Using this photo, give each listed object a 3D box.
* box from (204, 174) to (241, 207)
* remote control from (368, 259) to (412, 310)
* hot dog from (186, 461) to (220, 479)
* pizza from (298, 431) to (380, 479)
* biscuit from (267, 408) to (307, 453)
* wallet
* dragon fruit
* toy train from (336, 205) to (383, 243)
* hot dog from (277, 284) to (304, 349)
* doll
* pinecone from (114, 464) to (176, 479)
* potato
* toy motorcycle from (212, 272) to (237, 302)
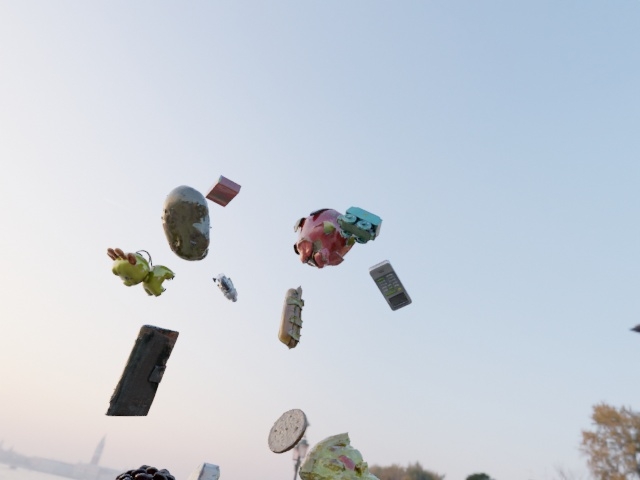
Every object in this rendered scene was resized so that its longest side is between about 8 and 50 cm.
[{"bbox_3d":[-0.452,-0.227,2.231,0.112,0.048,0.175,27,-33,-24],"label":"box"},{"bbox_3d":[0.300,0.195,2.059,0.103,0.034,0.250,-26,-62,12],"label":"remote control"},{"bbox_3d":[-0.339,0.703,1.271,0.075,0.268,0.144,39,-73,-8],"label":"hot dog"},{"bbox_3d":[0.103,0.724,1.516,0.287,0.075,0.280,25,17,20],"label":"pizza"},{"bbox_3d":[-0.125,0.734,1.853,0.187,0.188,0.027,-18,-60,40],"label":"biscuit"},{"bbox_3d":[-0.606,0.450,1.654,0.044,0.317,0.169,14,-11,34],"label":"wallet"},{"bbox_3d":[0.000,0.000,2.334,0.305,0.306,0.225,-7,8,29],"label":"dragon fruit"},{"bbox_3d":[0.177,-0.068,2.129,0.197,0.154,0.107,26,-51,24],"label":"toy train"},{"bbox_3d":[-0.109,0.299,1.890,0.072,0.270,0.109,-8,-32,25],"label":"hot dog"},{"bbox_3d":[-0.583,0.088,1.539,0.142,0.135,0.221,1,-35,41],"label":"doll"},{"bbox_3d":[-0.630,0.912,1.633,0.242,0.298,0.296,54,-20,0],"label":"pinecone"},{"bbox_3d":[-0.450,-0.055,1.625,0.164,0.263,0.165,-10,8,1],"label":"potato"},{"bbox_3d":[-0.439,0.223,2.268,0.151,0.074,0.228,59,-13,-9],"label":"toy motorcycle"}]
